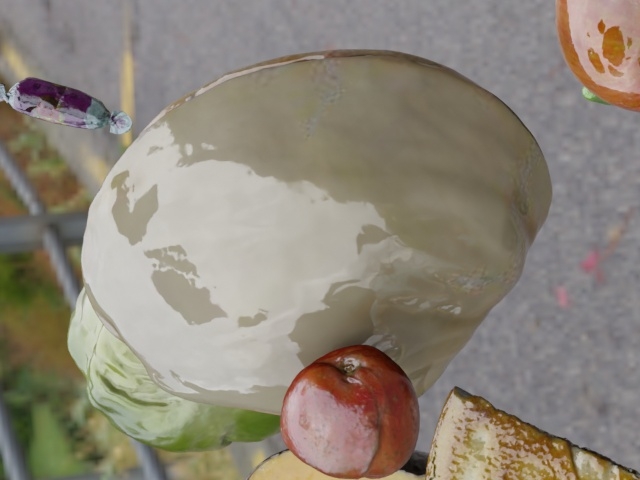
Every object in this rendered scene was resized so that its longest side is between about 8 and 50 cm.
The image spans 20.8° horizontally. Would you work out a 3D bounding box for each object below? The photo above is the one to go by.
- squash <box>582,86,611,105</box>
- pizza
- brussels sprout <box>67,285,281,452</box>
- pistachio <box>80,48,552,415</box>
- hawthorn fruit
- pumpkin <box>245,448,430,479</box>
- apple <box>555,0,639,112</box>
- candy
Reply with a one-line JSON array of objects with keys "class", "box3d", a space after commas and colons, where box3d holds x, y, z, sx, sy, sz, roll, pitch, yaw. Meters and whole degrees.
[{"class": "squash", "box3d": [0.342, -0.176, 2.108, 0.027, 0.089, 0.027, -5, 81, 36]}, {"class": "pizza", "box3d": [0.146, 0.166, 1.078, 0.036, 0.176, 0.184, 55, -164, -74]}, {"class": "brussels sprout", "box3d": [-0.148, 0.104, 1.966, 0.274, 0.316, 0.242, -26, 30, 35]}, {"class": "pistachio", "box3d": [0.000, 0.000, 1.642, 0.281, 0.446, 0.365, -83, -25, -65]}, {"class": "hawthorn fruit", "box3d": [0.025, 0.150, 1.513, 0.128, 0.128, 0.128, 175, 90, -67]}, {"class": "pumpkin", "box3d": [0.029, 0.253, 1.827, 0.163, 0.278, 0.111, 54, -165, -13]}, {"class": "apple", "box3d": [0.373, -0.256, 1.929, 0.241, 0.242, 0.242, -110, 23, -68]}, {"class": "candy", "box3d": [-0.285, -0.148, 1.892, 0.045, 0.175, 0.043, 95, -168, -65]}]
